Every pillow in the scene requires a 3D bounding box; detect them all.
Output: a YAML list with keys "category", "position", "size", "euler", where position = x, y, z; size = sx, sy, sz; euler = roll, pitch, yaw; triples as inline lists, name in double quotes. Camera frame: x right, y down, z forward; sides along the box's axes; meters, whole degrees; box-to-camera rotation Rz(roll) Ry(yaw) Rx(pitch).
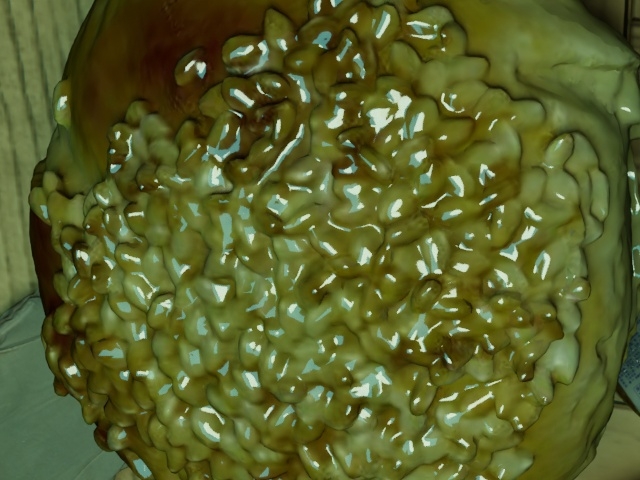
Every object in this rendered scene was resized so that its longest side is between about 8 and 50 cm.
- category: "pillow"
  position: [-0.189, 0.129, 1.221]
  size: [0.270, 0.067, 0.173]
  euler: [-35, 100, 31]

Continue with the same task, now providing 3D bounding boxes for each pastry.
- category: "pastry"
  position: [0.000, 0.000, 0.973]
  size: [0.409, 0.245, 0.410]
  euler: [11, 114, 26]

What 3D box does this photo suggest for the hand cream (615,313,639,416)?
- category: "hand cream"
  position: [0.198, 0.078, 1.061]
  size: [0.163, 0.039, 0.062]
  euler: [47, 123, 5]
